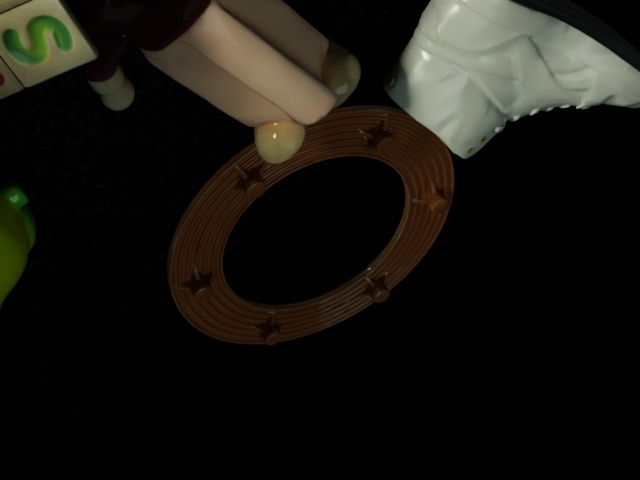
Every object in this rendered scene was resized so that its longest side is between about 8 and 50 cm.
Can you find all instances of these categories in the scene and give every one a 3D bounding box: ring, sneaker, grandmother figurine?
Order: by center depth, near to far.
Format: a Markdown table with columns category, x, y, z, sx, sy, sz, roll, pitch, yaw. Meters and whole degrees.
| category | x | y | z | sx | sy | sz | roll | pitch | yaw |
| --- | --- | --- | --- | --- | --- | --- | --- | --- | --- |
| grandmother figurine | -0.105 | -0.177 | 0.725 | 0.208 | 0.104 | 0.342 | -53 | 141 | 11 |
| sneaker | 0.195 | -0.153 | 0.959 | 0.292 | 0.108 | 0.169 | 15 | 125 | -32 |
| ring | 0.000 | 0.000 | 1.042 | 0.336 | 0.032 | 0.337 | -20 | 141 | -17 |

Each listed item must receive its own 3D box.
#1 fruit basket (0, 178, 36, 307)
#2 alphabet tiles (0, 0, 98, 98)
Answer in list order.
| category | x | y | z | sx | sy | sz | roll | pitch | yaw |
| --- | --- | --- | --- | --- | --- | --- | --- | --- | --- |
| fruit basket | -0.400 | 0.078 | 0.731 | 0.392 | 0.282 | 0.392 | 11 | 90 | -68 |
| alphabet tiles | -0.304 | -0.172 | 0.574 | 0.342 | 0.011 | 0.285 | -20 | 136 | 9 |
